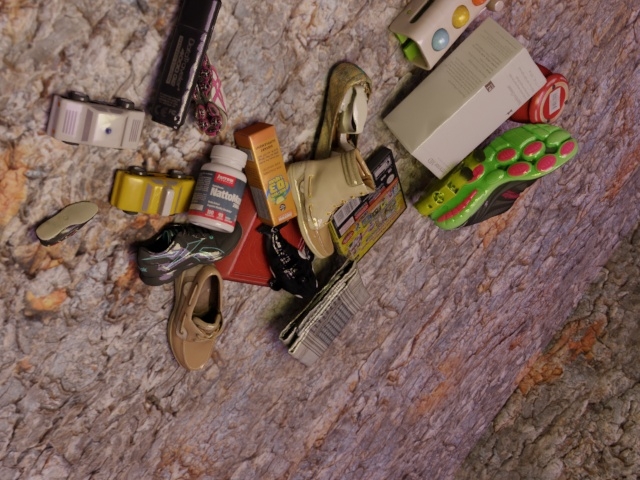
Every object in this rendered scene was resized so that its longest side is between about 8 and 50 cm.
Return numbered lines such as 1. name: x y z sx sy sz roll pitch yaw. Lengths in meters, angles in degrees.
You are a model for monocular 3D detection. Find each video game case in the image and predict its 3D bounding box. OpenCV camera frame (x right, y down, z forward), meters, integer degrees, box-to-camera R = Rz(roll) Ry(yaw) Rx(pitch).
1. video game case: 0.130 -0.086 1.911 0.275 0.035 0.248 -47 141 -19

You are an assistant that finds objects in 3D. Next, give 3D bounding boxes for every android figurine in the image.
1. android figurine: 0.362 -0.166 1.964 0.056 0.273 0.248 42 60 -7

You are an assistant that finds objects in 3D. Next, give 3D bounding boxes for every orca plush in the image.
1. orca plush: -0.057 0.064 1.748 0.151 0.102 0.287 -30 133 -24

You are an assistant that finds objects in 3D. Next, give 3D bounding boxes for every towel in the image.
1. towel: 0.027 0.223 1.969 0.312 0.056 0.324 -47 156 -8

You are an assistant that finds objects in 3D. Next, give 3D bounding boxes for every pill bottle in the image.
1. pill bottle: -0.225 -0.116 1.522 0.108 0.108 0.180 20 81 -47

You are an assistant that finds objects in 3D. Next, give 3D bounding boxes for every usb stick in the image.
1. usb stick: -0.271 -0.364 1.360 0.045 0.077 0.278 -55 166 -78

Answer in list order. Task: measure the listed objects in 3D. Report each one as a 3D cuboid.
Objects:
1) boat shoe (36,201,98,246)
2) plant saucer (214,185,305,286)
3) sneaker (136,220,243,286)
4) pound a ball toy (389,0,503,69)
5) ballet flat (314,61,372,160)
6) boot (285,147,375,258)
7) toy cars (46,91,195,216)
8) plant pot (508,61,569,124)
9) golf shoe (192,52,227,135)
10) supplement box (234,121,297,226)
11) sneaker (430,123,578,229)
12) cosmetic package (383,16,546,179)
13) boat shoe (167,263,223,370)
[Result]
1. boat shoe: -0.515 -0.035 1.385 0.133 0.049 0.042 -37 164 -28
2. plant saucer: -0.133 0.008 1.755 0.258 0.047 0.259 14 105 -46
3. sneaker: -0.298 0.008 1.565 0.267 0.101 0.106 -29 130 -26
4. pound a ball toy: 0.354 -0.575 1.752 0.319 0.135 0.208 -49 138 -6
5. ballet flat: 0.060 -0.265 1.702 0.123 0.123 0.349 -13 124 -37
6. boot: 0.042 -0.089 1.694 0.095 0.203 0.262 -54 129 -65
7. toy cars: -0.383 -0.158 1.388 0.176 0.087 0.394 -44 137 -12
8. plant pot: 0.642 -0.444 2.074 0.191 0.174 0.191 -21 129 -29
9. golf shoe: -0.242 -0.320 1.441 0.086 0.067 0.186 -65 150 -60
10. supplement box: -0.126 -0.154 1.597 0.078 0.080 0.233 -29 121 -27
11. sneaker: 0.558 -0.195 2.101 0.482 0.185 0.202 -31 160 21
12. cosmetic package: 0.381 -0.369 1.809 0.385 0.156 0.217 -46 147 15
13. boat shoe: -0.302 0.199 1.677 0.121 0.110 0.341 -17 127 -34
